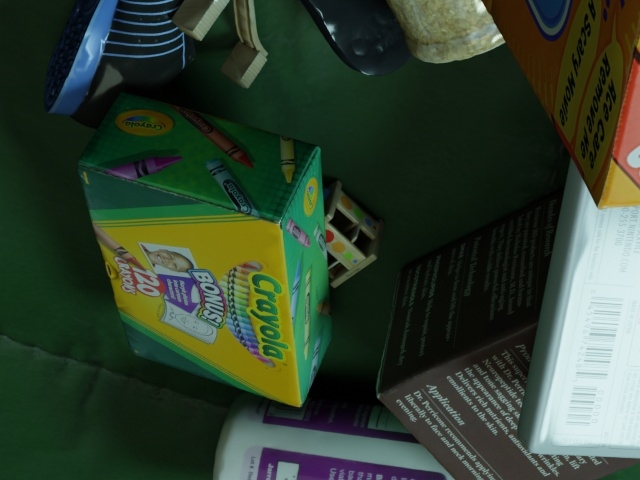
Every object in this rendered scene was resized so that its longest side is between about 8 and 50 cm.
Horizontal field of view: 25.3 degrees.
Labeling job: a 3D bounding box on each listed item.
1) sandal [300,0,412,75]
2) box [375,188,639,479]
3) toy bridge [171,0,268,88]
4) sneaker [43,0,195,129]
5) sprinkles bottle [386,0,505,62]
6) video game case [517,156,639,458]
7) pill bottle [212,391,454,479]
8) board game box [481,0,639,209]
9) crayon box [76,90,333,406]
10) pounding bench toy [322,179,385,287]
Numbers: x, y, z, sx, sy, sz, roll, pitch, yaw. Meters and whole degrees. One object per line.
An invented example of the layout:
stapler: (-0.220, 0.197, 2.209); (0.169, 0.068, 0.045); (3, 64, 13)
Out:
sandal: (-0.009, -0.220, 1.014); (0.254, 0.054, 0.097); (41, 88, -26)
box: (0.180, 0.089, 1.161); (0.203, 0.167, 0.168); (-28, 116, 28)
toy bridge: (-0.081, -0.178, 1.051); (0.026, 0.063, 0.188); (31, 174, 29)
sneaker: (-0.129, -0.181, 1.086); (0.090, 0.081, 0.232); (15, 126, -29)
sprinkles bottle: (0.034, -0.288, 0.932); (0.121, 0.121, 0.355); (-19, 121, 24)
video game case: (0.310, 0.004, 1.013); (0.300, 0.036, 0.329); (4, 106, -13)
pill bottle: (0.061, 0.235, 1.298); (0.301, 0.169, 0.169); (7, 128, 8)
board game box: (0.273, -0.269, 0.689); (0.356, 0.356, 0.356); (-4, 129, -10)
crayon box: (-0.083, 0.015, 1.150); (0.165, 0.081, 0.278); (16, 147, 14)
pounding bench toy: (0.000, 0.000, 1.204); (0.065, 0.052, 0.083); (41, 124, -19)
